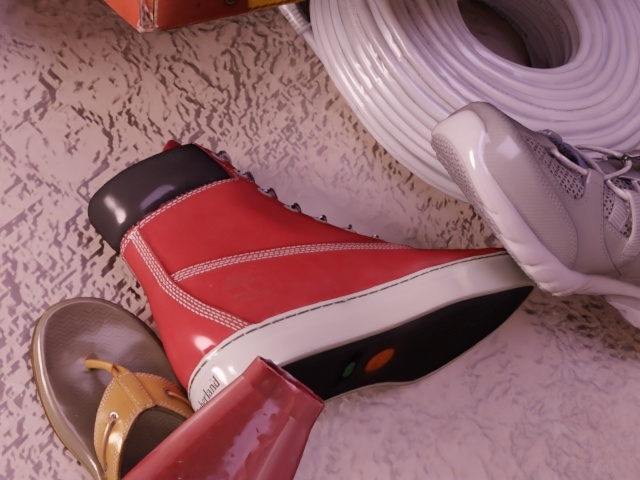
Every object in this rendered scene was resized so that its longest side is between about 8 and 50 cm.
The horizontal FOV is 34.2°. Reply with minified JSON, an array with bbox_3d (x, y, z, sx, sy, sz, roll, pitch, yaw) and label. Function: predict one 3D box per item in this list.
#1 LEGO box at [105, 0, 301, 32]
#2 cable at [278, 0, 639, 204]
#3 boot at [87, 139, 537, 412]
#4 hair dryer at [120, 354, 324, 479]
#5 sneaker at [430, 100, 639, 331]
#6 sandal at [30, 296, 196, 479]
[{"bbox_3d":[0.019,-0.336,0.643,0.500,0.193,0.372,-20,48,-33],"label":"LEGO box"},{"bbox_3d":[0.121,-0.144,0.724,0.257,0.089,0.257,-22,73,-34],"label":"cable"},{"bbox_3d":[0.000,0.000,0.594,0.244,0.088,0.176,-9,51,-39],"label":"boot"},{"bbox_3d":[-0.033,0.191,0.409,0.223,0.080,0.293,-7,69,17],"label":"hair dryer"},{"bbox_3d":[0.174,-0.028,0.614,0.281,0.115,0.105,22,28,-42],"label":"sneaker"},{"bbox_3d":[-0.085,0.104,0.508,0.072,0.049,0.180,-13,69,-31],"label":"sandal"}]
